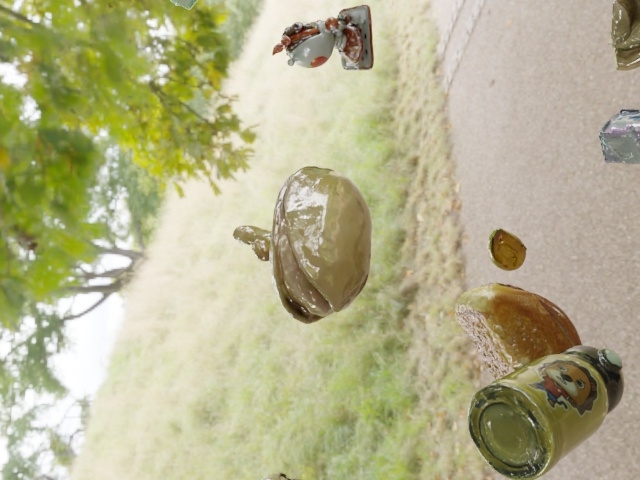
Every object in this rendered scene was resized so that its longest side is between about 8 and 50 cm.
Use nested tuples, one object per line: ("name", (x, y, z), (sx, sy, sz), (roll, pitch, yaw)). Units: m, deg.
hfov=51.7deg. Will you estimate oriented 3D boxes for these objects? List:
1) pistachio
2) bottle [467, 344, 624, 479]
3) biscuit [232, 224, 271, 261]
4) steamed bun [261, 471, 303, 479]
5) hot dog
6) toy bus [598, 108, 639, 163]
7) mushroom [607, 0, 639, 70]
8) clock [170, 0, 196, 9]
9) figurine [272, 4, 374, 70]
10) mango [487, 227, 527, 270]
("pistachio", (0.000, 0.000, 1.086), (0.162, 0.181, 0.293), (-24, 45, 39))
("bottle", (0.438, 0.293, 1.224), (0.171, 0.351, 0.171), (16, 113, 44))
("biscuit", (-0.065, 0.010, 1.401), (0.164, 0.208, 0.047), (37, 117, 54))
("steamed bun", (-0.044, 0.482, 1.028), (0.231, 0.110, 0.212), (51, -167, -51))
("hot dog", (0.557, 0.276, 1.779), (0.405, 0.223, 0.185), (58, 162, 5))
("toy bus", (0.703, -0.202, 1.278), (0.317, 0.138, 0.112), (6, 119, 55))
("mushroom", (0.743, -0.528, 1.504), (0.156, 0.151, 0.286), (-56, -41, -39))
("clock", (-0.304, -0.497, 1.149), (0.066, 0.211, 0.159), (-49, 0, 11))
("figurine", (-0.009, -0.499, 1.663), (0.183, 0.226, 0.160), (-152, 53, -63))
("mango", (0.521, 0.024, 1.861), (0.187, 0.101, 0.066), (43, -167, -41))
